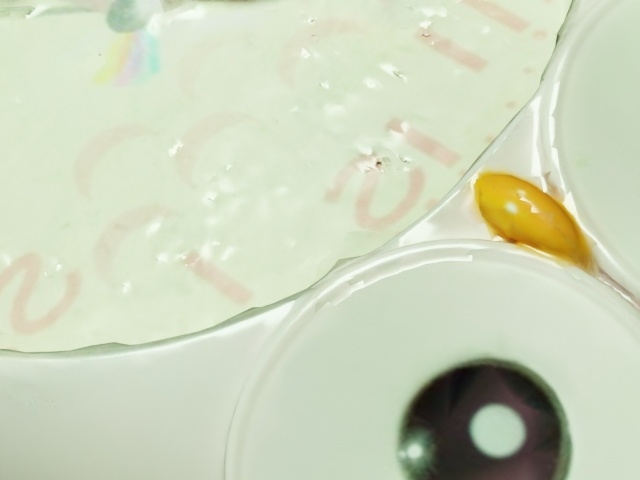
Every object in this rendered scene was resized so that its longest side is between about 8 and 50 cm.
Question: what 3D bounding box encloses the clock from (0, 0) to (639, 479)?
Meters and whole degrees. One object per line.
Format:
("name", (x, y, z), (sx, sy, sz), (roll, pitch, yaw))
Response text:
("clock", (0.000, 0.000, 0.525), (0.377, 0.250, 0.368), (37, 73, 27))
